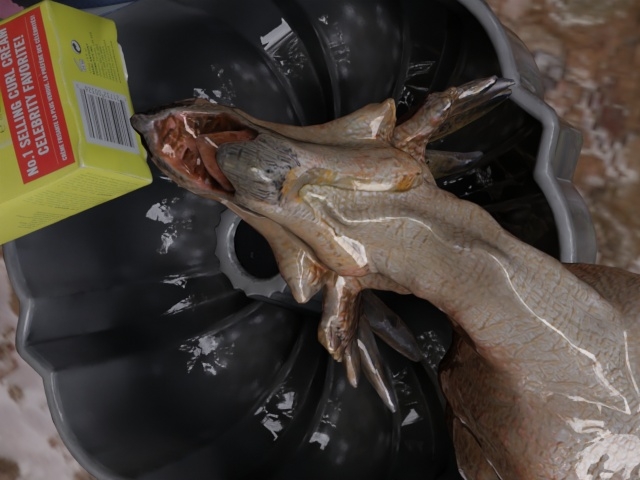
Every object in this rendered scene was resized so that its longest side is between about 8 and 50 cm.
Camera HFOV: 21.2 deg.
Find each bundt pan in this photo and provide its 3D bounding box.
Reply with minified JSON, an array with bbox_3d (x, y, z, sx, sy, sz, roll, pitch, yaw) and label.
[{"bbox_3d":[0.000,0.000,0.891,0.124,0.331,0.330,-3,105,-60],"label":"bundt pan"}]

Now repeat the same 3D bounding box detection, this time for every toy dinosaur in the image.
[{"bbox_3d":[0.077,0.058,0.526,0.127,0.200,0.295,-42,132,-26],"label":"toy dinosaur"}]

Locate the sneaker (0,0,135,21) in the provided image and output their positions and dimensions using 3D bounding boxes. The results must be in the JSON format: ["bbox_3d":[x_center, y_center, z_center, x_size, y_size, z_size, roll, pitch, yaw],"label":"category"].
[{"bbox_3d":[-0.159,-0.145,0.888,0.131,0.319,0.112,46,45,-57],"label":"sneaker"}]

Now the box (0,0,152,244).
[{"bbox_3d":[-0.195,-0.030,0.817,0.058,0.232,0.087,10,64,-62],"label":"box"}]
